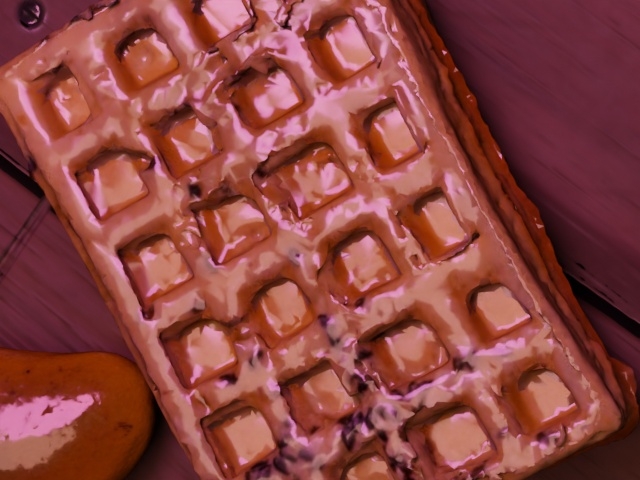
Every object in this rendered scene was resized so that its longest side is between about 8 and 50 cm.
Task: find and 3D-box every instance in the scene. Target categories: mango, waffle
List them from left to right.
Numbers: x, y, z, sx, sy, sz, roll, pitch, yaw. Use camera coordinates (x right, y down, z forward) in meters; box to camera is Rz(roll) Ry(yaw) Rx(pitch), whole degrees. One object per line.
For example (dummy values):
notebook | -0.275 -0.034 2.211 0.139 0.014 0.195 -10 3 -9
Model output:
mango | -0.192 0.125 1.242 0.178 0.090 0.115 2 85 9
waffle | 0.000 0.000 1.166 0.261 0.114 0.376 -30 83 13
